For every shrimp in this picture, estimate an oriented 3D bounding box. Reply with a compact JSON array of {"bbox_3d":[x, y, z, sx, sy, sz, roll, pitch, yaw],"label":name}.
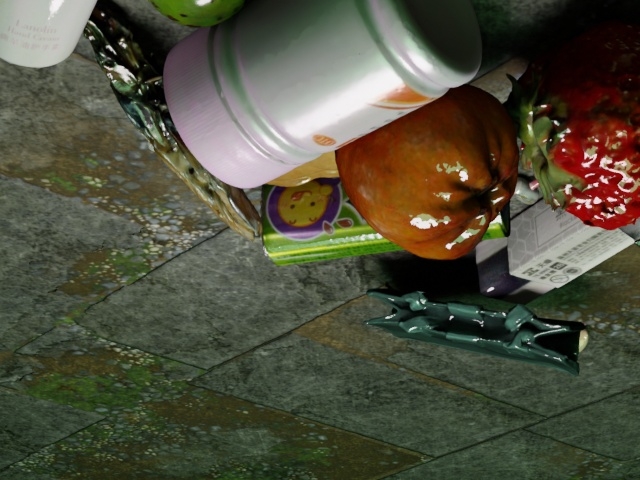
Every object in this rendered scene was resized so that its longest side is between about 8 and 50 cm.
[{"bbox_3d":[-0.175,-0.138,1.818,0.071,0.233,0.365,-37,120,-7],"label":"shrimp"}]

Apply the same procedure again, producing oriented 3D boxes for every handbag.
[{"bbox_3d":[0.249,0.136,2.396,0.326,0.089,0.238,11,176,17],"label":"handbag"}]

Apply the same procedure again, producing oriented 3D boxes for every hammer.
[{"bbox_3d":[0.311,-0.084,2.167,0.083,0.031,0.052,-33,142,32],"label":"hammer"}]

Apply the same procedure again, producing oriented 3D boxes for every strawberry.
[{"bbox_3d":[0.375,-0.146,1.823,0.276,0.257,0.257,-19,154,-7],"label":"strawberry"}]

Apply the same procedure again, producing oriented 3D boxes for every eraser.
[{"bbox_3d":[0.382,-0.023,2.207,0.098,0.096,0.404,14,151,-27],"label":"eraser"}]

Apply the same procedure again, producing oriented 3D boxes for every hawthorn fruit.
[{"bbox_3d":[0.113,-0.100,1.839,0.261,0.224,0.224,31,175,39],"label":"hawthorn fruit"}]

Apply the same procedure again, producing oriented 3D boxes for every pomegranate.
[{"bbox_3d":[-0.126,-0.301,1.640,0.169,0.122,0.143,-9,128,24],"label":"pomegranate"}]

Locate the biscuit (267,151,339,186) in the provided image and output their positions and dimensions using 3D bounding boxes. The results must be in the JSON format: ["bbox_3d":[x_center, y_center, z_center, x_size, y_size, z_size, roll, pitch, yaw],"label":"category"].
[{"bbox_3d":[-0.019,-0.166,1.979,0.351,0.057,0.312,-8,153,17],"label":"biscuit"}]

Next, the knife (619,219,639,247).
[{"bbox_3d":[0.440,-0.022,2.084,0.060,0.028,0.230,-32,138,28],"label":"knife"}]

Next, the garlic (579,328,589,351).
[{"bbox_3d":[0.434,0.177,2.661,0.083,0.041,0.053,-2,149,21],"label":"garlic"}]

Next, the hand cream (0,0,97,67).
[{"bbox_3d":[-0.278,-0.331,1.608,0.185,0.118,0.359,11,142,-18],"label":"hand cream"}]

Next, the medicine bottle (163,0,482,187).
[{"bbox_3d":[0.002,-0.206,1.708,0.315,0.202,0.202,-24,144,31],"label":"medicine bottle"}]

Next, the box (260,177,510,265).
[{"bbox_3d":[0.092,-0.050,2.118,0.345,0.134,0.097,-6,152,15],"label":"box"}]

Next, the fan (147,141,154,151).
[{"bbox_3d":[-0.110,-0.159,1.918,0.282,0.023,0.057,-13,147,28],"label":"fan"}]
